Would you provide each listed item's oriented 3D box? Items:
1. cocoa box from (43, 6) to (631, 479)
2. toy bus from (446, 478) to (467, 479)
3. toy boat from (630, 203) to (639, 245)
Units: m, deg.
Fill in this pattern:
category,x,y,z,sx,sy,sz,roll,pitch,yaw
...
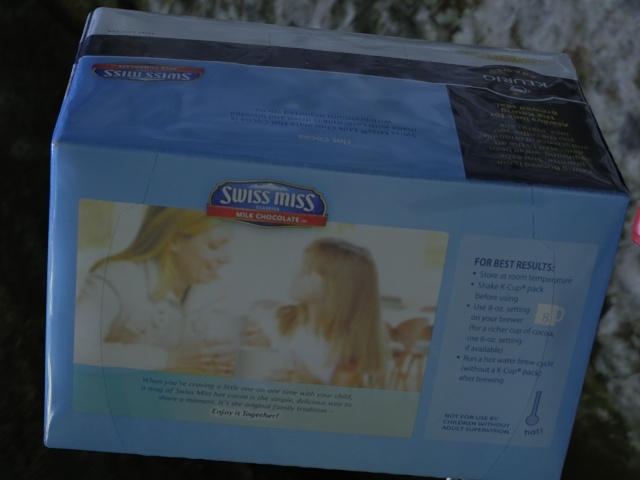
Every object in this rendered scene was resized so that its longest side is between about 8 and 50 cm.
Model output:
category,x,y,z,sx,sy,sz,roll,pitch,yaw
cocoa box,0.000,0.000,0.938,0.347,0.232,0.228,5,-151,-5
toy bus,0.140,0.115,1.362,0.104,0.191,0.202,26,-129,35
toy boat,0.412,-0.004,1.101,0.318,0.267,0.148,25,-71,8
